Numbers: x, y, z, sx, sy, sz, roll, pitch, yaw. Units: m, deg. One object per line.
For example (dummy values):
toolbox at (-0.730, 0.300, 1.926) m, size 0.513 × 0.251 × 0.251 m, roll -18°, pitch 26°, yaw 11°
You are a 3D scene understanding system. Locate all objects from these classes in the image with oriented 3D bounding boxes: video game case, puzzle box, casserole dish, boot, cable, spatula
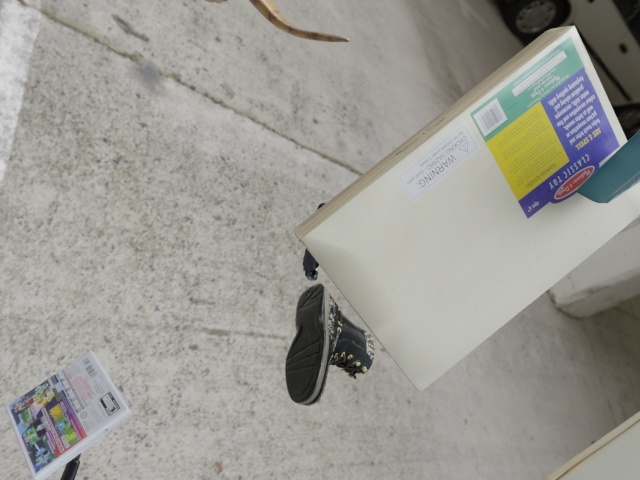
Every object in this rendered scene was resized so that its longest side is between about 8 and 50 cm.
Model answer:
video game case at (-0.471, 0.318, 1.043) m, size 0.183 × 0.201 × 0.023 m, roll -35°, pitch 134°, yaw -21°
puzzle box at (0.205, -0.032, 0.705) m, size 0.272 × 0.409 × 0.052 m, roll 54°, pitch -3°, yaw -21°
casserole dish at (0.359, -0.098, 0.611) m, size 0.114 × 0.188 × 0.037 m, roll -30°, pitch 72°, yaw -18°
boot at (0.028, 0.212, 1.007) m, size 0.178 × 0.085 × 0.236 m, roll 44°, pitch 34°, yaw -32°
cable at (0.000, 0.000, 1.334) m, size 0.047 × 0.184 × 0.150 m, roll 12°, pitch 13°, yaw 8°
spatula at (-0.513, 0.446, 1.175) m, size 0.084 × 0.296 × 0.030 m, roll 23°, pitch 16°, yaw 6°

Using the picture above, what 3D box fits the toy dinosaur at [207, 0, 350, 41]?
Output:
toy dinosaur at (-0.063, -0.196, 0.372) m, size 0.211 × 0.064 × 0.112 m, roll 62°, pitch -6°, yaw -3°

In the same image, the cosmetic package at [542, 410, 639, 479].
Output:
cosmetic package at (0.418, 0.264, 0.610) m, size 0.310 × 0.113 × 0.160 m, roll -27°, pitch 103°, yaw -14°
